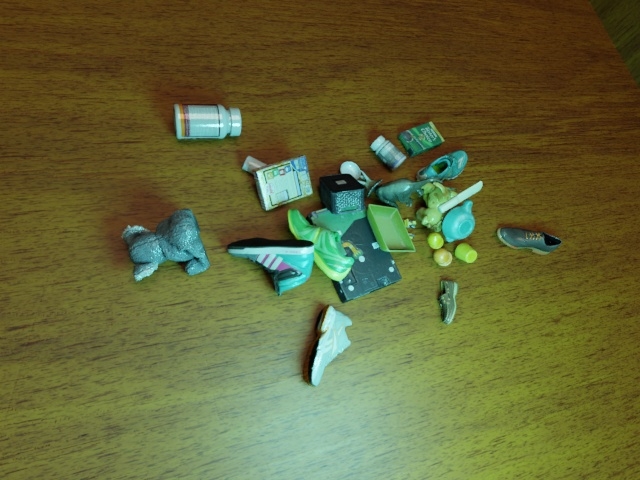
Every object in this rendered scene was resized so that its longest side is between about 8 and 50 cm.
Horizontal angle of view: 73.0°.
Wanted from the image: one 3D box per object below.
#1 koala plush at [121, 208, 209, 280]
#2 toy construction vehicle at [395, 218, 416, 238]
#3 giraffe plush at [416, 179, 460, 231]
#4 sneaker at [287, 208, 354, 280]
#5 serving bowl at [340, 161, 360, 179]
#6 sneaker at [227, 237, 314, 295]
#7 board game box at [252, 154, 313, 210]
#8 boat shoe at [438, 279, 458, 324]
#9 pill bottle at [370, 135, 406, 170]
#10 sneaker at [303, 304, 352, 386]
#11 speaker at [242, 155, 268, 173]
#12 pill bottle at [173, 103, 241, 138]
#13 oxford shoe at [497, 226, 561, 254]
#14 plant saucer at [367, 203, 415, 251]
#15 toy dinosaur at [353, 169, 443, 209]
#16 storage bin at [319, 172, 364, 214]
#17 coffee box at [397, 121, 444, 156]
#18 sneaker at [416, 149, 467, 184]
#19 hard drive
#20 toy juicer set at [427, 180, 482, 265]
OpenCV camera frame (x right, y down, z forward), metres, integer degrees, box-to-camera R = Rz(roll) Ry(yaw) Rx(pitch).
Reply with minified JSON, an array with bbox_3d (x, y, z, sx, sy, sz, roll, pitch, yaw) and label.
[{"bbox_3d":[-0.474,0.012,1.301,0.222,0.203,0.196,-17,74,-12],"label":"koala plush"},{"bbox_3d":[0.327,-0.045,1.664,0.099,0.035,0.085,7,66,-16],"label":"toy construction vehicle"},{"bbox_3d":[0.443,-0.126,1.679,0.182,0.210,0.170,20,93,-15],"label":"giraffe plush"},{"bbox_3d":[0.000,0.000,1.443,0.124,0.109,0.295,-41,75,1],"label":"sneaker"},{"bbox_3d":[0.113,-0.266,1.690,0.084,0.027,0.083,7,65,-16],"label":"serving bowl"},{"bbox_3d":[-0.158,0.087,1.404,0.296,0.124,0.178,3,107,19],"label":"sneaker"},{"bbox_3d":[-0.131,-0.207,1.530,0.194,0.045,0.146,-22,115,-25],"label":"board game box"},{"bbox_3d":[0.460,0.223,1.583,0.060,0.064,0.177,20,57,-4],"label":"boat shoe"},{"bbox_3d":[0.273,-0.356,1.753,0.137,0.078,0.078,45,62,4],"label":"pill bottle"},{"bbox_3d":[0.034,0.341,1.373,0.121,0.099,0.262,25,64,-12],"label":"sneaker"},{"bbox_3d":[-0.210,-0.252,1.562,0.136,0.055,0.055,26,63,-6],"label":"speaker"},{"bbox_3d":[-0.401,-0.421,1.532,0.222,0.121,0.121,-6,70,-21],"label":"pill bottle"},{"bbox_3d":[0.865,-0.015,1.794,0.272,0.098,0.096,12,65,-14],"label":"oxford shoe"},{"bbox_3d":[0.246,-0.034,1.568,0.188,0.045,0.188,2,61,-48],"label":"plant saucer"},{"bbox_3d":[0.289,-0.182,1.610,0.160,0.314,0.120,17,81,-52],"label":"toy dinosaur"},{"bbox_3d":[0.075,-0.170,1.543,0.122,0.084,0.180,-10,30,-12],"label":"storage bin"},{"bbox_3d":[0.433,-0.438,1.861,0.184,0.040,0.113,-23,77,-25],"label":"coffee box"},{"bbox_3d":[0.525,-0.307,1.798,0.276,0.110,0.107,-31,80,-27],"label":"sneaker"},{"bbox_3d":[0.115,0.029,1.547,0.237,0.064,0.338,-19,76,-24],"label":"hard drive"},{"bbox_3d":[0.485,-0.056,1.610,0.210,0.089,0.328,-12,117,-15],"label":"toy juicer set"}]
